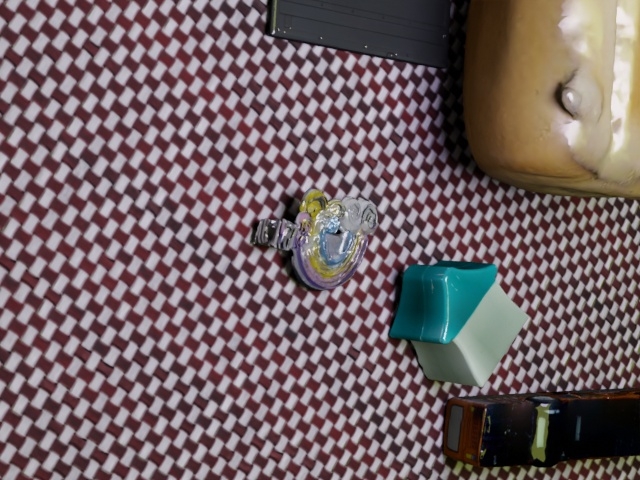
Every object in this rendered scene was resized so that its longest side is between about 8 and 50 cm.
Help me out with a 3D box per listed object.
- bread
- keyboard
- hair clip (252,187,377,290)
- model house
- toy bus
[{"bbox_3d":[0.317,-0.241,1.708,0.348,0.253,0.376,3,91,-43],"label":"bread"},{"bbox_3d":[0.013,-0.269,1.610,0.381,0.041,0.103,5,87,-45],"label":"keyboard"},{"bbox_3d":[0.000,0.000,1.604,0.172,0.049,0.116,10,99,-46],"label":"hair clip"},{"bbox_3d":[0.158,0.086,1.691,0.127,0.100,0.149,-52,123,-25],"label":"model house"},{"bbox_3d":[0.337,0.244,1.843,0.409,0.092,0.093,4,92,-38],"label":"toy bus"}]
